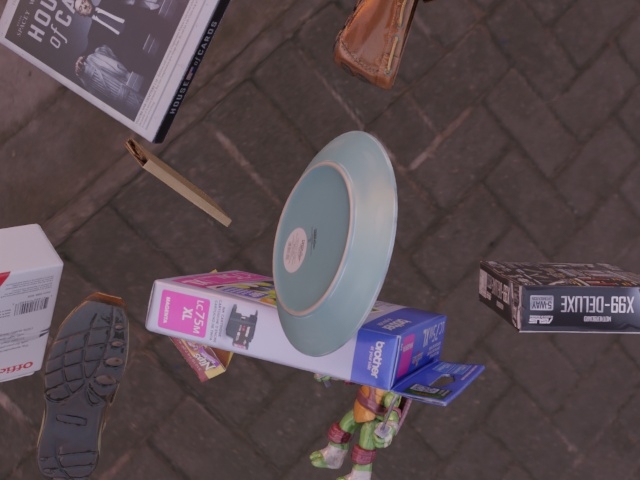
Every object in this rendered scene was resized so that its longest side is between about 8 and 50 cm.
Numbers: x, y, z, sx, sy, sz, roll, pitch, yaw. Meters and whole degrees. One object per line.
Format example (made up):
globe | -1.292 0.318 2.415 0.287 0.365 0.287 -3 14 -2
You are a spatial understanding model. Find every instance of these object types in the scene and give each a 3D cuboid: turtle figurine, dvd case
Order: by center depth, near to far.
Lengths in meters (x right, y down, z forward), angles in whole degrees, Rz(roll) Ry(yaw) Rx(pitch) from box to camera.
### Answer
dvd case | -0.227 -0.240 0.950 0.238 0.029 0.179 33 107 15
turtle figurine | 0.049 0.322 1.638 0.197 0.274 0.266 23 103 16

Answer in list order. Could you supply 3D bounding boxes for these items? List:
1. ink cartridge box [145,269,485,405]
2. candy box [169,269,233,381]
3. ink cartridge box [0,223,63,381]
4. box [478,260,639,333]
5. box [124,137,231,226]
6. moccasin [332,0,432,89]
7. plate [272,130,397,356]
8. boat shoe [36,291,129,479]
ink cartridge box | 0.004 0.089 0.910 0.311 0.186 0.065 13 96 21
candy box | -0.184 0.138 1.468 0.053 0.187 0.109 -27 107 18
ink cartridge box | -0.570 0.120 1.514 0.197 0.273 0.114 -11 48 -39
box | 0.411 0.088 1.470 0.242 0.307 0.077 1 95 -2
box | -0.267 -0.109 1.662 0.201 0.164 0.021 39 91 -31
moccasin | 0.160 -0.427 1.438 0.147 0.139 0.380 27 87 8
plate | 0.000 0.000 0.723 0.024 0.188 0.188 13 84 -29
boat shoe | -0.385 0.231 1.437 0.122 0.120 0.324 17 105 -8
